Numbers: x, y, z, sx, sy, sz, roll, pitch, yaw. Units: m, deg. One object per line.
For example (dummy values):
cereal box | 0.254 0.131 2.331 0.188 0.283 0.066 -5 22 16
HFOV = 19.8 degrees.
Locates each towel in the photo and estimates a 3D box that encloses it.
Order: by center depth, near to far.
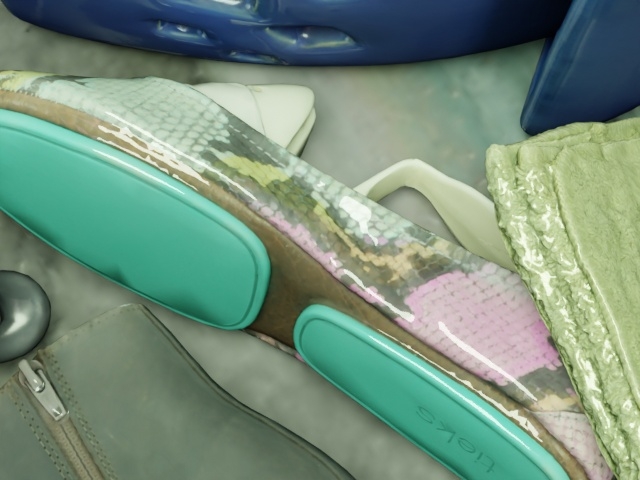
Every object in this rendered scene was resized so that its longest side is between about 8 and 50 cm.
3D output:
towel | 0.106 0.031 0.515 0.027 0.110 0.148 -37 72 42

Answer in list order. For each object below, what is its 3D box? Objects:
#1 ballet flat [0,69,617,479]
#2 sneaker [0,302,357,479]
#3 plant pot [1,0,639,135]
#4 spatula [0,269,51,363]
ballet flat | 0.000 0.000 0.543 0.221 0.077 0.079 30 59 4
sneaker | -0.086 0.130 0.523 0.222 0.083 0.118 -46 64 -4
plant pot | 0.032 -0.166 0.494 0.212 0.236 0.236 19 79 3
spatula | -0.228 0.039 0.570 0.296 0.030 0.084 -7 75 4
